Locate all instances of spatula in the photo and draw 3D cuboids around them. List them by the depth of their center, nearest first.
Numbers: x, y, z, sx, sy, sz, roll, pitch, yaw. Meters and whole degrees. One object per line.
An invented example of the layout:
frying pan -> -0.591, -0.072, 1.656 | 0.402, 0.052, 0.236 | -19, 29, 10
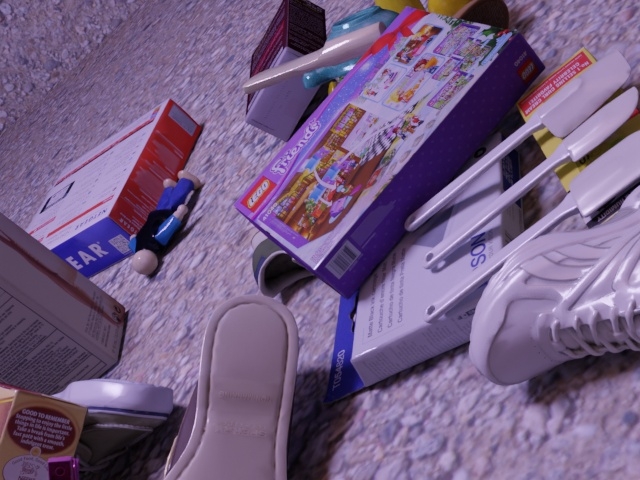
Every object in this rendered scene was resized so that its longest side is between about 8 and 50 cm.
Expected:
spatula -> 0.167, -0.044, 0.786 | 0.242, 0.019, 0.168 | -41, 32, 25

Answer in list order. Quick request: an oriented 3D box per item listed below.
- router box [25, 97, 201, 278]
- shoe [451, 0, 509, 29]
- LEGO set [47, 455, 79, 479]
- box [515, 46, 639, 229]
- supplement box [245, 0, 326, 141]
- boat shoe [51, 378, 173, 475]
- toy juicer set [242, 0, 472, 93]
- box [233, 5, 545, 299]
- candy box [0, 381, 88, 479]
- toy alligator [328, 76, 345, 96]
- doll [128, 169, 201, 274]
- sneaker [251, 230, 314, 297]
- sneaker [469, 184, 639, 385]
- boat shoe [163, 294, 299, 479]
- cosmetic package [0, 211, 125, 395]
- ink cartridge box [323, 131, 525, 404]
router box -> -0.387, -0.062, 1.659 | 0.335, 0.082, 0.301 | -24, 34, 37
shoe -> 0.134, -0.196, 1.095 | 0.219, 0.076, 0.058 | -52, 32, -7
LEGO set -> -0.183, 0.288, 0.836 | 0.093, 0.087, 0.227 | -158, 65, -80
box -> 0.238, -0.076, 0.794 | 0.087, 0.058, 0.232 | -39, 27, 20
supplement box -> -0.050, -0.266, 1.427 | 0.130, 0.073, 0.239 | -56, 20, 30
boat shoe -> -0.267, 0.223, 1.094 | 0.302, 0.109, 0.094 | -22, 59, 46
toy juicer set -> 0.085, -0.242, 1.163 | 0.209, 0.089, 0.329 | -6, 26, 45
box -> 0.060, -0.100, 0.959 | 0.293, 0.057, 0.201 | -49, 34, -3
candy box -> -0.357, 0.308, 0.989 | 0.183, 0.087, 0.317 | -3, 67, 54
toy alligator -> 0.038, -0.184, 1.257 | 0.190, 0.056, 0.051 | -120, 32, -70
doll -> -0.238, -0.026, 1.433 | 0.129, 0.046, 0.189 | -24, 33, 39
sneaker -> 0.000, 0.000, 1.041 | 0.192, 0.064, 0.086 | -31, 38, 28
sneaker -> 0.204, 0.040, 0.655 | 0.232, 0.090, 0.115 | -38, 31, 18
boat shoe -> -0.083, 0.207, 0.825 | 0.097, 0.116, 0.324 | 99, -179, -57
cosmetic package -> -0.421, 0.082, 1.266 | 0.153, 0.296, 0.129 | -37, 29, 17
ink cartridge box -> 0.087, 0.023, 0.892 | 0.224, 0.045, 0.223 | -31, 31, 29
